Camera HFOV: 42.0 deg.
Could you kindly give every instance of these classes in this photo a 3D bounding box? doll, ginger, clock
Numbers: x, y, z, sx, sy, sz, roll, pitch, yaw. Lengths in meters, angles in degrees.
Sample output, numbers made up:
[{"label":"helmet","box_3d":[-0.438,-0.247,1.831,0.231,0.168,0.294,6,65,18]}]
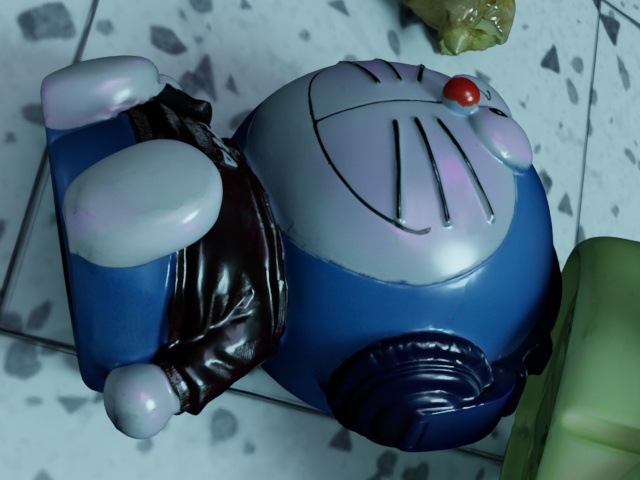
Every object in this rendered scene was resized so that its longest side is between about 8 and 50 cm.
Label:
[{"label":"doll","box_3d":[0.000,0.000,0.517,0.309,0.240,0.284,-7,48,-20]},{"label":"ginger","box_3d":[0.119,-0.247,0.713,0.157,0.102,0.216,41,53,-52]},{"label":"clock","box_3d":[0.187,0.130,0.532,0.286,0.117,0.349,-58,160,-55]}]
